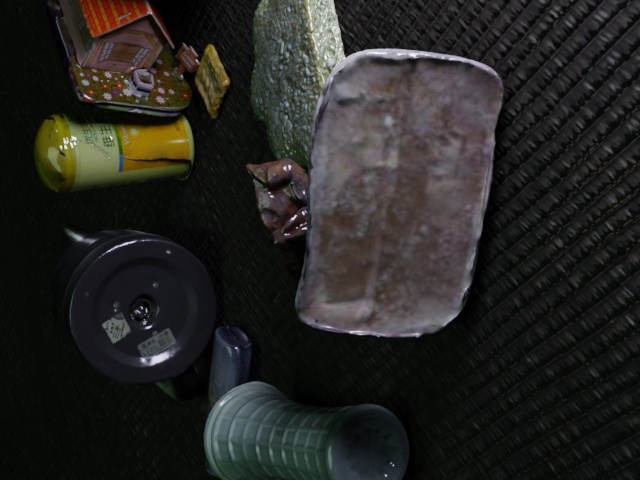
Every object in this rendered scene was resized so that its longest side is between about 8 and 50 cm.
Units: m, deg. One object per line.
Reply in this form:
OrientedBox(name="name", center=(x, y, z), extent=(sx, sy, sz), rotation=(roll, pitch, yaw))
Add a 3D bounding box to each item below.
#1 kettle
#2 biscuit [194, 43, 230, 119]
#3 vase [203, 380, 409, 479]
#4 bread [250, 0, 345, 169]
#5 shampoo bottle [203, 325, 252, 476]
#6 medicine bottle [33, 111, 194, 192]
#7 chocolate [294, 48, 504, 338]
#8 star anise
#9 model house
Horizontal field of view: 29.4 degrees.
OrientedBox(name="kettle", center=(-0.301, 0.121, 1.958), extent=(0.321, 0.228, 0.324), rotation=(58, 164, -19))
OrientedBox(name="biscuit", center=(-0.159, -0.232, 1.788), extent=(0.083, 0.018, 0.081), rotation=(64, 146, 31))
OrientedBox(name="vase", center=(-0.016, 0.251, 1.507), extent=(0.299, 0.143, 0.143), rotation=(-7, 90, 58))
OrientedBox(name="bread", center=(-0.033, -0.204, 1.526), extent=(0.207, 0.056, 0.286), rotation=(-32, 66, 57))
OrientedBox(name="shampoo bottle", center=(-0.140, 0.243, 1.812), extent=(0.087, 0.049, 0.233), rotation=(45, 133, 52))
OrientedBox(name="medicine bottle", center=(-0.321, -0.140, 1.875), extent=(0.124, 0.239, 0.124), rotation=(18, 112, 56))
OrientedBox(name="chocolate", center=(0.075, -0.051, 1.246), extent=(0.100, 0.185, 0.303), rotation=(-91, 8, -67))
OrientedBox(name="star anise", center=(-0.003, -0.006, 1.405), extent=(0.220, 0.099, 0.214), rotation=(62, -173, 7))
OrientedBox(name="model house", center=(-0.283, -0.347, 1.826), extent=(0.154, 0.207, 0.294), rotation=(-50, 51, 39))
